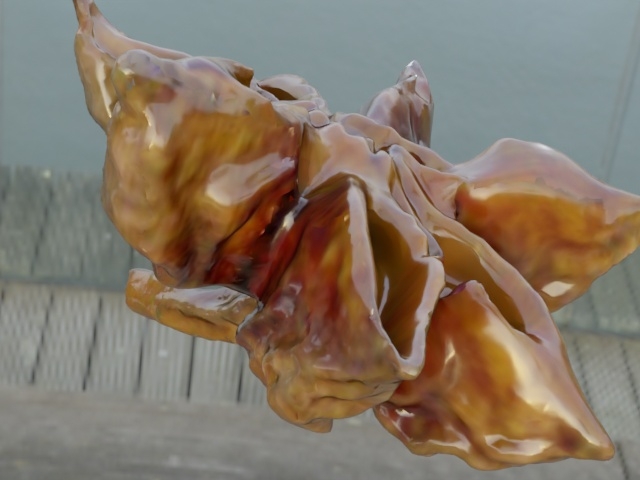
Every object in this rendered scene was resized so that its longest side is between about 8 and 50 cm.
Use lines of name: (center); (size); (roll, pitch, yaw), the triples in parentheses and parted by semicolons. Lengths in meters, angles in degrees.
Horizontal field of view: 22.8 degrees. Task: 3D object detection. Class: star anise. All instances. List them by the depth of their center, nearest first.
star anise: (0.006, -0.002, 0.489); (0.196, 0.111, 0.212); (17, 9, 1)
